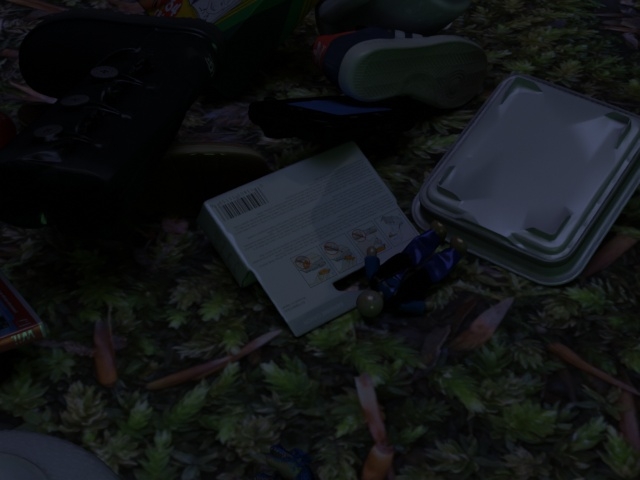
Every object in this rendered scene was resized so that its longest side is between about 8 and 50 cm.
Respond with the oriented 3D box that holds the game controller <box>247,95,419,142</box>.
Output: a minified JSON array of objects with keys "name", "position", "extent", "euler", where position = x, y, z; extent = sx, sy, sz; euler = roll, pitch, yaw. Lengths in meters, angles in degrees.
[{"name":"game controller","position":[0.028,-0.197,1.689],"extent":[0.166,0.067,0.319],"euler":[6,12,30]}]

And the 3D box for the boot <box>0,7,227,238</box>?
[{"name":"boot","position":[-0.369,-0.173,1.552],"extent":[0.367,0.146,0.445],"euler":[-2,39,22]}]

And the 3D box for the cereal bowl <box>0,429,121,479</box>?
[{"name":"cereal bowl","position":[-0.339,0.318,1.086],"extent":[0.339,0.141,0.339],"euler":[2,39,-2]}]

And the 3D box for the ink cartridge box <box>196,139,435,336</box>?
[{"name":"ink cartridge box","position":[0.000,0.000,1.551],"extent":[0.275,0.060,0.239],"euler":[-25,71,-29]}]

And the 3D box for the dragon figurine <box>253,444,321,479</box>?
[{"name":"dragon figurine","position":[0.023,0.323,1.135],"extent":[0.289,0.085,0.144],"euler":[25,45,27]}]

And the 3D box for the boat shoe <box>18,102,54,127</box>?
[{"name":"boat shoe","position":[-0.416,-0.209,1.782],"extent":[0.178,0.060,0.064],"euler":[10,40,10]}]

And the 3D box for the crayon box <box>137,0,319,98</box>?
[{"name":"crayon box","position":[-0.158,-0.476,1.939],"extent":[0.313,0.106,0.363],"euler":[-48,46,10]}]

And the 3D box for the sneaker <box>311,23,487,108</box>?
[{"name":"sneaker","position":[0.134,-0.306,1.817],"extent":[0.350,0.131,0.148],"euler":[-2,27,-44]}]

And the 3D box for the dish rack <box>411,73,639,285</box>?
[{"name":"dish rack","position":[0.321,-0.112,1.612],"extent":[0.285,0.072,0.333],"euler":[27,65,26]}]

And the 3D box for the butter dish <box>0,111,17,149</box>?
[{"name":"butter dish","position":[-0.532,-0.169,1.644],"extent":[0.160,0.118,0.160],"euler":[3,-2,0]}]

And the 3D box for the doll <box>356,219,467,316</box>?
[{"name":"doll","position":[0.116,0.046,1.499],"extent":[0.129,0.046,0.189],"euler":[40,57,18]}]

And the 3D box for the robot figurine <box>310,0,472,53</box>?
[{"name":"robot figurine","position":[0.127,-0.432,1.896],"extent":[0.300,0.353,0.199],"euler":[-14,78,-45]}]

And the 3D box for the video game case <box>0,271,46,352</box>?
[{"name":"video game case","position":[-0.512,0.125,1.357],"extent":[0.285,0.025,0.204],"euler":[-20,27,-24]}]

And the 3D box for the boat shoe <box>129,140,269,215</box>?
[{"name":"boat shoe","position":[-0.250,-0.111,1.622],"extent":[0.341,0.121,0.110],"euler":[-5,41,-6]}]
